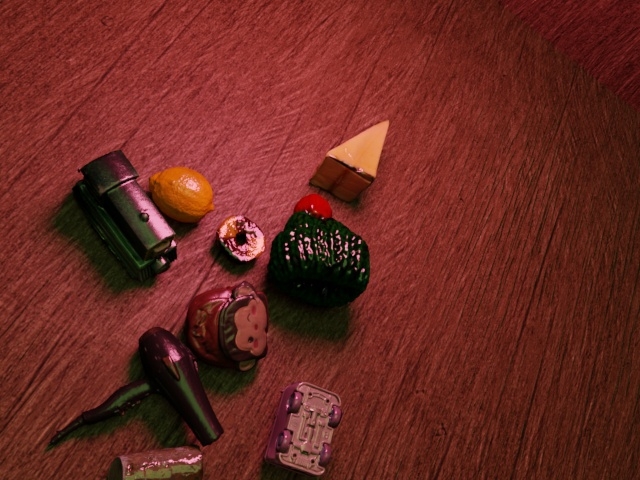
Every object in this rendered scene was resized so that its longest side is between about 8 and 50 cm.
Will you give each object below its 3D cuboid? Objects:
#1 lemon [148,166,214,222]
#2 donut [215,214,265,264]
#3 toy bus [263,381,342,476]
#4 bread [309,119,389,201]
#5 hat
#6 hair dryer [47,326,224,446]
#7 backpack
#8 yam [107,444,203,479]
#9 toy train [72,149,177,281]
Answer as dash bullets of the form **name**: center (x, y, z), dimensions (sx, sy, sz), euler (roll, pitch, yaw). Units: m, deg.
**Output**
- **lemon**: center (-0.367, -0.125, 1.509), dimensions (0.187, 0.142, 0.142), euler (26, 60, -5)
- **donut**: center (-0.223, 0.001, 1.567), dimensions (0.140, 0.059, 0.141), euler (9, 65, -20)
- **toy bus**: center (-0.045, 0.460, 1.401), dimensions (0.141, 0.142, 0.203), euler (24, 61, -13)
- **bread**: center (0.089, -0.275, 1.772), dimensions (0.163, 0.168, 0.264), euler (25, 57, -12)
- **hat**: center (0.000, 0.000, 1.580), dimensions (0.274, 0.242, 0.333), euler (23, 47, -28)
- **hair dryer**: center (-0.423, 0.391, 1.291), dimensions (0.359, 0.120, 0.304), euler (-28, 74, -19)
- **backpack**: center (-0.236, 0.213, 1.430), dimensions (0.229, 0.138, 0.230), euler (2, 86, -28)
- **yam**: center (-0.364, 0.514, 1.256), dimensions (0.193, 0.107, 0.108), euler (2, 68, -23)
- **toy train**: center (-0.478, -0.066, 1.411), dimensions (0.138, 0.178, 0.330), euler (-35, 84, -32)
